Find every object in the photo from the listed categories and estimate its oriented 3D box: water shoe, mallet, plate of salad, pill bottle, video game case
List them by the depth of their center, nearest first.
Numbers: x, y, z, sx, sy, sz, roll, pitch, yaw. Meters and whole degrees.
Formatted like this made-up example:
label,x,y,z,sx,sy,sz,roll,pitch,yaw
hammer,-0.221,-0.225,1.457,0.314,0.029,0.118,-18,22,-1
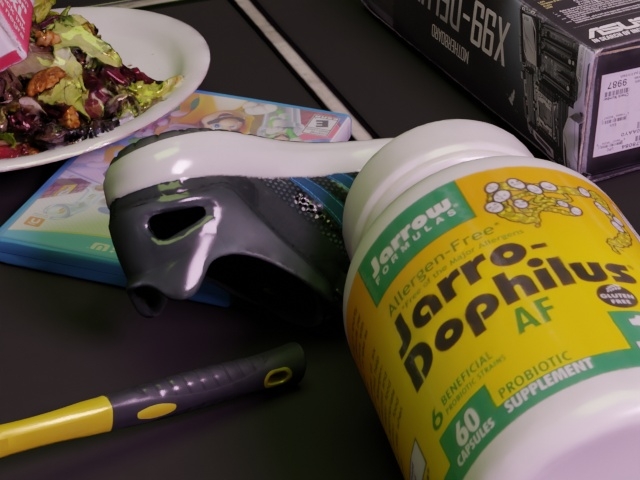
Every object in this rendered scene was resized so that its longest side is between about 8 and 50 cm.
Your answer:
label,x,y,z,sx,sy,sz,roll,pitch,yaw
pill bottle,0.074,0.041,0.606,0.118,0.117,0.208,-7,33,-11
mallet,-0.089,0.075,0.639,0.190,0.062,0.039,-5,31,-36
water shoe,0.000,0.000,0.732,0.203,0.080,0.073,0,-15,-30
video game case,-0.067,-0.028,0.812,0.119,0.015,0.166,11,34,17
plate of salad,-0.157,-0.089,0.864,0.200,0.048,0.200,-6,29,3

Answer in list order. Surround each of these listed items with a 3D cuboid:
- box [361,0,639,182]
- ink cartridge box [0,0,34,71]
label,x,y,z,sx,sy,sz,roll,pitch,yaw
box,0.209,-0.150,0.945,0.307,0.076,0.242,-15,35,-22
ink cartridge box,-0.239,-0.145,0.864,0.172,0.100,0.237,-25,31,10
